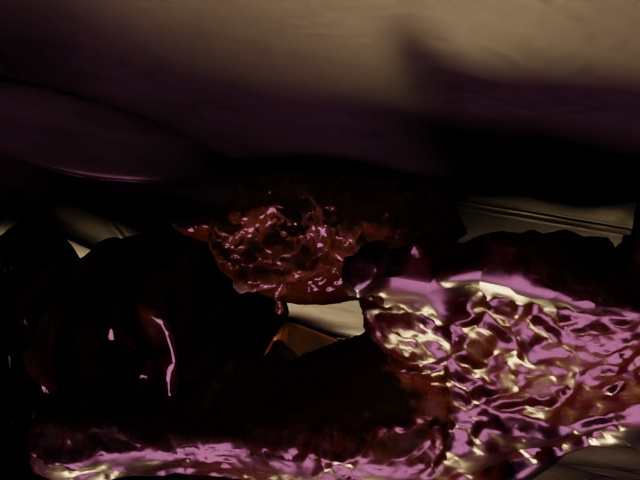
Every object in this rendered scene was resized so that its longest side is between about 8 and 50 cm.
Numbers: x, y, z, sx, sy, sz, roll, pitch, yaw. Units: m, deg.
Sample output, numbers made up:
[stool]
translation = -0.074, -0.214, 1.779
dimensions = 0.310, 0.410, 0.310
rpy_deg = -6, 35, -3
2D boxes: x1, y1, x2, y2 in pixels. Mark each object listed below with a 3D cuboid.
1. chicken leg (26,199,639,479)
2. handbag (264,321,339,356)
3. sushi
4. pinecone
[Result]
[chicken leg]
translation = 0.038, 0.050, 0.550
dimensions = 0.177, 0.083, 0.322
rpy_deg = 18, 147, -41
[handbag]
translation = -0.017, 0.094, 1.072
dimensions = 0.027, 0.061, 0.083
rpy_deg = 6, 170, 33
[sushi]
translation = 0.000, -0.004, 0.574
dimensions = 0.118, 0.062, 0.060
rpy_deg = -13, 154, 14
[pinecone]
translation = -0.098, 0.141, 0.780
dimensions = 0.384, 0.384, 0.384
rpy_deg = 10, 169, 2
